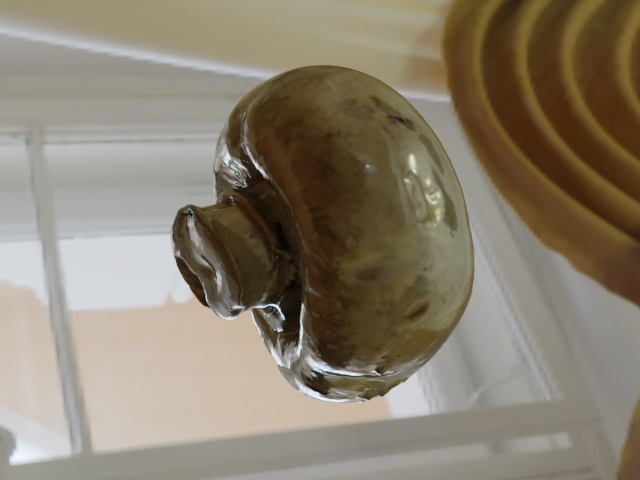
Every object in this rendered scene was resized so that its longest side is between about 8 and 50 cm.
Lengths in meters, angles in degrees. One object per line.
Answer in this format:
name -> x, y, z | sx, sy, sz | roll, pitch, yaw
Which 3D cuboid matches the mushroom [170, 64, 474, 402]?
mushroom -> 0.000, 0.000, 0.553 | 0.166, 0.127, 0.166 | 51, -25, 35
